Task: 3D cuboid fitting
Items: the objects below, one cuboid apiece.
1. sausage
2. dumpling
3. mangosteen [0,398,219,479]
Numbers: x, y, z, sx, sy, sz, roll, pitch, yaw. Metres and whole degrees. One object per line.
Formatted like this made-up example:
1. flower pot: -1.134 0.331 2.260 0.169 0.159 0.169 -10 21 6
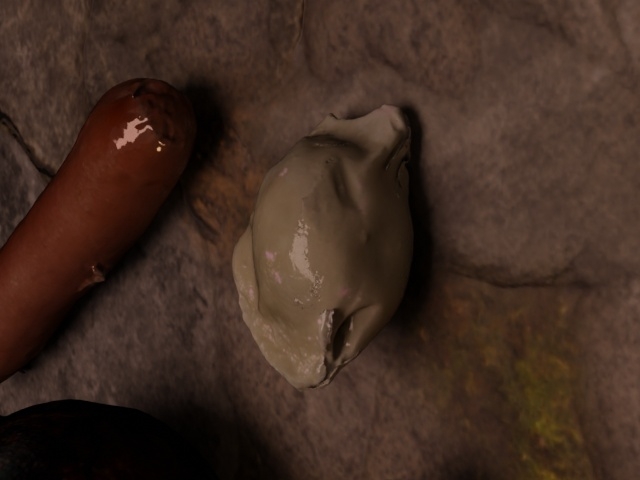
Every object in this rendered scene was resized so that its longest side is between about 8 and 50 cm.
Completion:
1. sausage: -0.216 0.006 1.295 0.094 0.094 0.419 42 131 -3
2. dumpling: 0.000 0.000 1.054 0.136 0.118 0.199 13 79 55
3. mangosteen: -0.201 0.278 1.182 0.330 0.330 0.330 11 105 45
